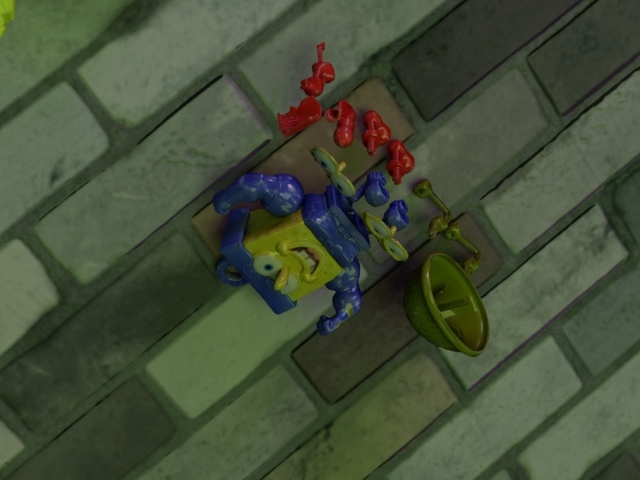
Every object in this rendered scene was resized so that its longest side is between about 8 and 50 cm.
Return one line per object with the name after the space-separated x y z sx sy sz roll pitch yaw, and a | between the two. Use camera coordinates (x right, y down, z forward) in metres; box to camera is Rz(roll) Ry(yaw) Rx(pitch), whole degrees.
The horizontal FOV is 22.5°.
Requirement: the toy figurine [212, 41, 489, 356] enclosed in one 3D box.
0.000 0.000 1.691 0.217 0.191 0.362 -26 126 20 | toy figurine

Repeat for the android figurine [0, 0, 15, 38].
-0.386 -0.254 1.470 0.248 0.056 0.273 -30 114 -11 | android figurine
